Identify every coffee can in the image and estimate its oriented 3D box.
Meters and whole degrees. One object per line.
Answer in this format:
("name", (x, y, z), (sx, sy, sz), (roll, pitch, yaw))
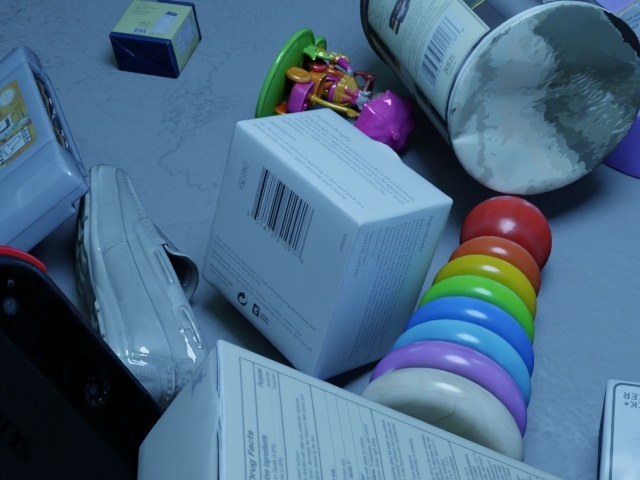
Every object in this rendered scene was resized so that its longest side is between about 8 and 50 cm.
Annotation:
("coffee can", (0.177, -0.201, 1.119), (0.202, 0.201, 0.275), (-16, 38, -8))

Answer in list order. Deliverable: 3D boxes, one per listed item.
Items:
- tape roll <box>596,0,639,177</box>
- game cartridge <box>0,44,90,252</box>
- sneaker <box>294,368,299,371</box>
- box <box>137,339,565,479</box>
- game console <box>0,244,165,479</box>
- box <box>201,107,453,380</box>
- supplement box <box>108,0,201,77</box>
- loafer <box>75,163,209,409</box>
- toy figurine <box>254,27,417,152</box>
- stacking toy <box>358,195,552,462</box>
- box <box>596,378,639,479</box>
("tape roll", (0.407, -0.186, 1.199), (0.275, 0.090, 0.274), (-4, 47, 4))
("game cartridge", (-0.358, -0.078, 1.159), (0.198, 0.062, 0.297), (-36, 42, 2))
("sneaker", (-0.034, 0.180, 0.943), (0.085, 0.058, 0.152), (24, 48, 36))
("box", (0.035, 0.204, 0.748), (0.311, 0.121, 0.148), (25, 29, -20))
("game console", (-0.207, 0.228, 0.714), (0.060, 0.386, 0.342), (-2, 45, 38))
("box", (0.000, 0.000, 1.000), (0.119, 0.181, 0.181), (-14, 42, -39))
("supplement box", (-0.205, -0.256, 1.356), (0.083, 0.056, 0.083), (11, 50, 16))
("loafer", (-0.177, 0.039, 1.065), (0.112, 0.112, 0.319), (-1, 43, -20))
("toy figurine", (0.035, -0.154, 1.224), (0.159, 0.130, 0.173), (26, 30, 11))
("stacking toy", (0.143, 0.070, 0.964), (0.141, 0.141, 0.330), (12, 41, 17))
("box", (0.288, 0.255, 0.817), (0.169, 0.087, 0.290), (5, 49, 11))
